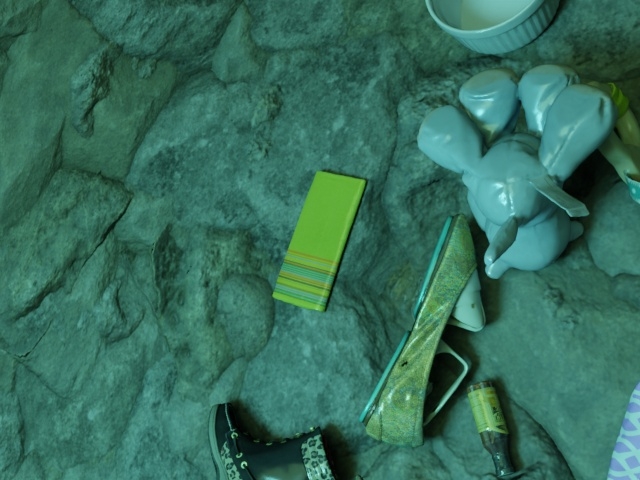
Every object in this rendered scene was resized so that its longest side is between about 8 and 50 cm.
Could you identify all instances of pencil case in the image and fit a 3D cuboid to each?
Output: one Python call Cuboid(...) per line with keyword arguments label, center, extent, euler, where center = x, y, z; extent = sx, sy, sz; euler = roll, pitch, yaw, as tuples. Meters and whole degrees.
Cuboid(label="pencil case", center=(0.407, 0.246, 0.934), extent=(0.086, 0.088, 0.206), euler=(14, 81, 32))

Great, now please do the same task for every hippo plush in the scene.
Cuboid(label="hippo plush", center=(0.292, -0.074, 1.026), extent=(0.234, 0.236, 0.294), euler=(-29, 49, 9))

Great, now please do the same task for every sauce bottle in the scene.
Cuboid(label="sauce bottle", center=(0.238, 0.260, 1.061), extent=(0.042, 0.042, 0.128), euler=(-24, 65, 23))

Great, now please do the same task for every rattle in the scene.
Cuboid(label="rattle", center=(0.380, -0.108, 1.063), extent=(0.143, 0.130, 0.199), euler=(-21, 77, 26))

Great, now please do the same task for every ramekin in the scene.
Cuboid(label="ramekin", center=(0.279, -0.396, 1.213), extent=(0.207, 0.109, 0.207), euler=(-10, 70, 28))

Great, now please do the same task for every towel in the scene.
Cuboid(label="towel", center=(0.000, 0.000, 1.308), extent=(0.102, 0.021, 0.237), euler=(15, 81, 28))

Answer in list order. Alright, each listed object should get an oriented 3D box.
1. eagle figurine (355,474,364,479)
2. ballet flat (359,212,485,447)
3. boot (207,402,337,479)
Cuboid(label="eagle figurine", center=(-0.013, 0.458, 1.054), extent=(0.225, 0.226, 0.298), euler=(46, 118, 11))
Cuboid(label="ballet flat", center=(0.172, 0.136, 1.110), extent=(0.123, 0.123, 0.348), euler=(21, 85, 35))
Cuboid(label="boot", center=(-0.078, 0.330, 1.210), extent=(0.179, 0.085, 0.236), euler=(-23, 38, 1))
